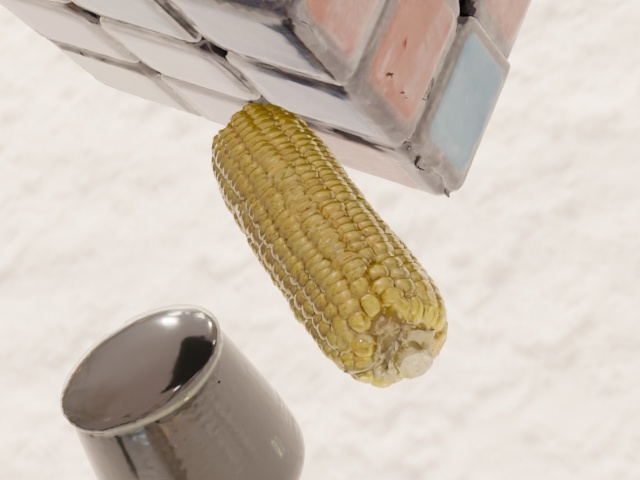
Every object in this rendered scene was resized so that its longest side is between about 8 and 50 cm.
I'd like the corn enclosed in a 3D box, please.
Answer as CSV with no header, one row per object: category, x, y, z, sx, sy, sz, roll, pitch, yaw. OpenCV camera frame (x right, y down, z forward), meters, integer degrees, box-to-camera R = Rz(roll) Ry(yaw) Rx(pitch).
corn,0.000,0.000,1.129,0.080,0.080,0.238,-39,47,0

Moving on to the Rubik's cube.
Rubik's cube,-0.034,-0.280,1.376,0.363,0.362,0.359,16,77,26

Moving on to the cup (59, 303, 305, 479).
cup,-0.115,0.140,1.580,0.169,0.177,0.223,-24,31,15
